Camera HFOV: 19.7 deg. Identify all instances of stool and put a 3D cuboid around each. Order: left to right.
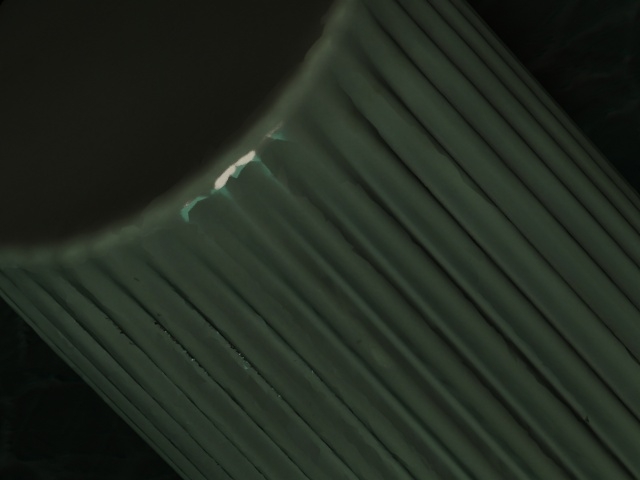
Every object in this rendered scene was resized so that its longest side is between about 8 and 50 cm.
[{"bbox_3d":[0.000,0.000,0.939,0.297,0.297,0.330,-33,130,13],"label":"stool"}]
